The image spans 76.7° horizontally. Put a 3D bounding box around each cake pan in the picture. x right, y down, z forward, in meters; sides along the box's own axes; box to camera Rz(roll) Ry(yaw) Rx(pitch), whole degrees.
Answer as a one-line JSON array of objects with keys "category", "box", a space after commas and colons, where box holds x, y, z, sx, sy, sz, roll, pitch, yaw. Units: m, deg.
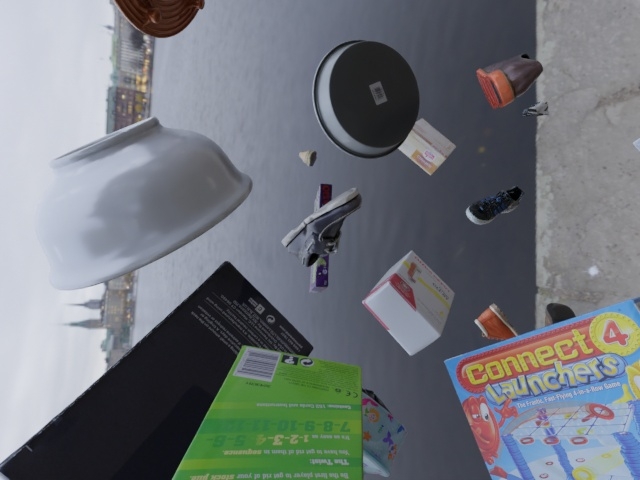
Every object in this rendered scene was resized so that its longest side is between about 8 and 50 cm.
[{"category": "cake pan", "box": [0.125, -0.349, 0.989, 0.054, 0.293, 0.293, -175, 89, -66]}]

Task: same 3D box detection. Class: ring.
[{"category": "ring", "box": [-0.221, -0.480, 0.600, 0.336, 0.032, 0.336, 19, -90, -86]}]

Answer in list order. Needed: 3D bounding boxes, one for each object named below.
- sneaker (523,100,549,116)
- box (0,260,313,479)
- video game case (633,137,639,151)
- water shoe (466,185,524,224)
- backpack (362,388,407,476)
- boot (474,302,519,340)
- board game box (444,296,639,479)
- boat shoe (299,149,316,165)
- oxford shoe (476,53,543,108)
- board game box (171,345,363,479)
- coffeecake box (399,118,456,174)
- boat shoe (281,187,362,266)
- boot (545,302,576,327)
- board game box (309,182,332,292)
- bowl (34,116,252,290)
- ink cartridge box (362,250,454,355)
[{"category": "sneaker", "box": [0.669, -0.410, 1.259, 0.040, 0.109, 0.043, 15, 114, 57]}, {"category": "box", "box": [-0.230, 0.244, 0.554, 0.343, 0.179, 0.312, -39, 6, 43]}, {"category": "video game case", "box": [0.967, -0.249, 1.052, 0.190, 0.022, 0.173, -47, 65, 49]}, {"category": "water shoe", "box": [0.501, -0.111, 1.164, 0.073, 0.203, 0.080, 52, 147, 27]}, {"category": "backpack", "box": [0.036, 0.380, 0.813, 0.191, 0.225, 0.253, -54, 9, -34]}, {"category": "boot", "box": [0.507, 0.260, 1.152, 0.085, 0.158, 0.059, -41, 10, 7]}, {"category": "board game box", "box": [0.390, 0.281, 0.607, 0.308, 0.086, 0.301, -35, 64, 36]}, {"category": "boat shoe", "box": [-0.061, -0.364, 1.770, 0.068, 0.072, 0.190, -63, 2, 0]}, {"category": "oxford shoe", "box": [0.417, -0.357, 0.899, 0.098, 0.096, 0.271, -27, 17, 21]}, {"category": "board game box", "box": [-0.032, 0.163, 0.290, 0.259, 0.124, 0.039, -69, -12, -76]}, {"category": "coffeecake box", "box": [0.318, -0.286, 1.217, 0.142, 0.185, 0.068, 42, 125, 5]}, {"category": "boat shoe", "box": [0.009, -0.012, 0.577, 0.065, 0.075, 0.206, 56, 149, 0]}, {"category": "boot", "box": [0.765, 0.331, 1.266, 0.305, 0.112, 0.115, -55, -33, -57]}, {"category": "board game box", "box": [0.000, 0.000, 1.404, 0.208, 0.056, 0.346, 132, 141, -74]}, {"category": "bowl", "box": [-0.252, -0.076, 0.543, 0.298, 0.298, 0.134, 38, 153, 62]}, {"category": "ink cartridge box", "box": [0.375, 0.236, 1.661, 0.279, 0.385, 0.160, 46, 120, 5]}]
